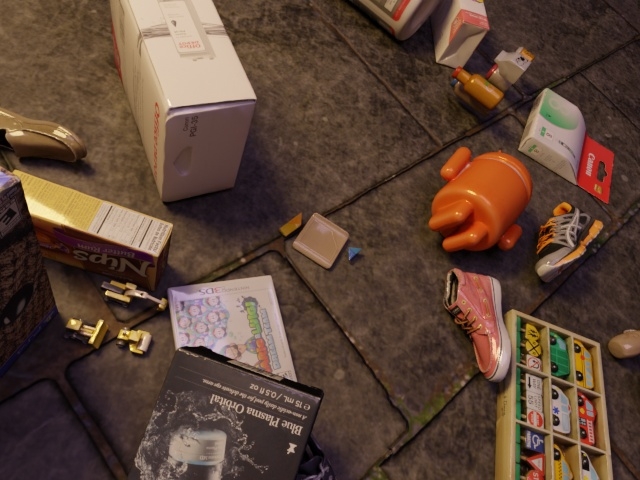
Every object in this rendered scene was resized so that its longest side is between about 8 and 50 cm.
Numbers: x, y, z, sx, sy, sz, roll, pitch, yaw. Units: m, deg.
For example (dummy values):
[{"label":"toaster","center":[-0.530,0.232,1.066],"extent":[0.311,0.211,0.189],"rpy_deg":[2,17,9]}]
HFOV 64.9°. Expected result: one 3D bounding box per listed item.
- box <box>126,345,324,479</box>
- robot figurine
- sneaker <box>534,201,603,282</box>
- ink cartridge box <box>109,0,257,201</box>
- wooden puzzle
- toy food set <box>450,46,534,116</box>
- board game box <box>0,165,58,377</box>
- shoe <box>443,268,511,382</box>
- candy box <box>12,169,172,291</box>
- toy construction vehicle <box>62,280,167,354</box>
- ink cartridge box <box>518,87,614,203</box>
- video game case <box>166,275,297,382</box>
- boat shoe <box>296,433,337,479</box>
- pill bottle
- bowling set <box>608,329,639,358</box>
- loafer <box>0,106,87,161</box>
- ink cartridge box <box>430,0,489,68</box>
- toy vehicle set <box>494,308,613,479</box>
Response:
[{"label":"box","center":[-0.094,0.210,0.524],"extent":[0.156,0.093,0.158],"rpy_deg":[18,80,5]},{"label":"robot figurine","center":[0.275,-0.066,0.853],"extent":[0.158,0.128,0.219],"rpy_deg":[32,54,25]},{"label":"sneaker","center":[0.427,0.001,0.903],"extent":[0.083,0.084,0.215],"rpy_deg":[46,47,12]},{"label":"ink cartridge box","center":[-0.205,-0.228,0.712],"extent":[0.117,0.207,0.283],"rpy_deg":[-15,68,-25]},{"label":"wooden puzzle","center":[0.000,0.000,0.778],"extent":[0.116,0.014,0.078],"rpy_deg":[39,60,4]},{"label":"toy food set","center":[0.346,-0.341,1.045],"extent":[0.104,0.111,0.232],"rpy_deg":[40,58,4]},{"label":"board game box","center":[-0.375,0.065,0.427],"extent":[0.141,0.291,0.232],"rpy_deg":[31,56,-3]},{"label":"shoe","center":[0.232,0.124,0.767],"extent":[0.081,0.063,0.177],"rpy_deg":[16,52,-10]},{"label":"candy box","center":[-0.282,-0.006,0.615],"extent":[0.187,0.109,0.053],"rpy_deg":[21,57,-9]},{"label":"toy construction vehicle","center":[-0.248,0.092,0.615],"extent":[0.098,0.035,0.085],"rpy_deg":[22,56,-8]},{"label":"ink cartridge box","center":[0.548,-0.206,1.082],"extent":[0.225,0.056,0.181],"rpy_deg":[30,56,0]},{"label":"video game case","center":[-0.116,0.126,0.656],"extent":[0.143,0.019,0.157],"rpy_deg":[-6,64,-23]},{"label":"boat shoe","center":[-0.023,0.269,0.581],"extent":[0.075,0.065,0.206],"rpy_deg":[-25,73,-31]},{"label":"pill bottle","center":[0.114,-0.574,1.061],"extent":[0.283,0.161,0.161],"rpy_deg":[41,56,5]},{"label":"bowling set","center":[0.611,0.257,0.790],"extent":[0.154,0.287,0.199],"rpy_deg":[-13,109,-19]},{"label":"loafer","center":[-0.393,-0.134,0.683],"extent":[0.148,0.056,0.050],"rpy_deg":[17,57,1]},{"label":"ink cartridge box","center":[0.302,-0.494,1.114],"extent":[0.067,0.115,0.198],"rpy_deg":[10,59,-14]},{"label":"toy vehicle set","center":[0.344,0.252,0.749],"extent":[0.166,0.035,0.266],"rpy_deg":[21,56,-9]}]
